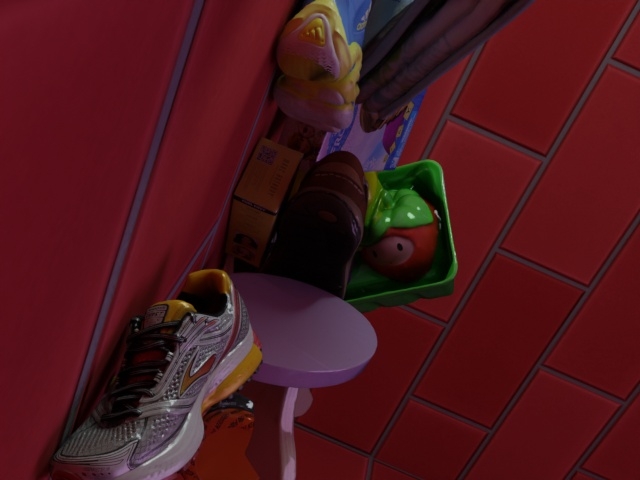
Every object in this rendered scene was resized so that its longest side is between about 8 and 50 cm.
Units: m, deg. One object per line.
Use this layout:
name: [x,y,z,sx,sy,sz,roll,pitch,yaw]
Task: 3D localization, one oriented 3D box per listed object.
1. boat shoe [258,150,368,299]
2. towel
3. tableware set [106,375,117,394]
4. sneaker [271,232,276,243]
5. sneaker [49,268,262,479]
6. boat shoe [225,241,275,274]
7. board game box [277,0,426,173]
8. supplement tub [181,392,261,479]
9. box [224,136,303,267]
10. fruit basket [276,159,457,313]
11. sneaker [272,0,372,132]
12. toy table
boat shoe: [0.000,0.000,1.056,0.324,0.122,0.120,118,-6,-59]
towel: [0.202,-0.310,0.887,0.320,0.090,0.374,-49,-171,-30]
tableware set: [-0.169,0.151,0.673,0.154,0.024,0.104,116,-3,-62]
sneaker: [-0.072,0.021,1.310,0.229,0.132,0.086,117,-3,-56]
sneaker: [-0.120,0.095,0.570,0.225,0.088,0.093,-54,136,-59]
boat shoe: [-0.102,0.080,1.233,0.233,0.079,0.084,97,2,-48]
board game box: [0.083,-0.251,1.123,0.318,0.065,0.319,-14,128,-63]
supplement tub: [-0.160,0.335,1.461,0.338,0.207,0.207,-117,-129,-80]
box: [-0.077,-0.042,1.026,0.232,0.058,0.087,116,-3,-71]
fruit basket: [0.046,-0.028,1.418,0.392,0.392,0.283,116,-27,-60]
sneaker: [0.013,-0.194,0.809,0.240,0.091,0.126,119,-6,-82]
toy table: [-0.072,0.155,0.954,0.161,0.274,0.252,-59,-141,22]
